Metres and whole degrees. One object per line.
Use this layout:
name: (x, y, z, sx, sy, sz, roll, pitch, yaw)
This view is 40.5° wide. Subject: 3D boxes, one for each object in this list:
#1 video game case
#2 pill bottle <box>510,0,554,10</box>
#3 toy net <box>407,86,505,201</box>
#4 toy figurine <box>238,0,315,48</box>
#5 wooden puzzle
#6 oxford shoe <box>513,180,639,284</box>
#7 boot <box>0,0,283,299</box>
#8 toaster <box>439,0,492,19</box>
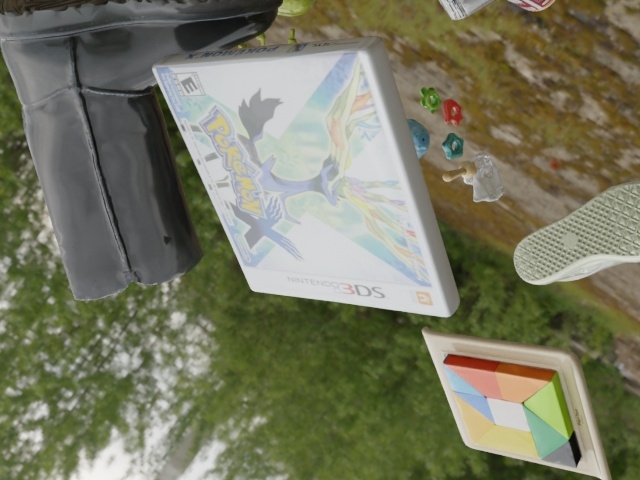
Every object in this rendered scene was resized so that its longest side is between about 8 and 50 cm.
video game case: (-0.017, -0.063, 0.975, 0.299, 0.036, 0.329, 5, 128, 37)
pill bottle: (0.340, -0.445, 1.466, 0.086, 0.086, 0.152, 35, -160, 32)
toy net: (0.214, -0.144, 1.389, 0.232, 0.122, 0.045, 31, 164, -32)
toy figurine: (-0.132, -0.417, 1.525, 0.362, 0.191, 0.217, 7, -167, -30)
wooden puzzle: (0.252, 0.220, 1.142, 0.238, 0.044, 0.221, 8, 131, 43)
oxford shoe: (0.623, -0.014, 1.857, 0.130, 0.169, 0.449, 3, 159, -41)
boot: (-0.218, -0.133, 1.193, 0.146, 0.366, 0.445, -98, 3, -56)
toaster: (0.204, -0.404, 1.186, 0.227, 0.146, 0.129, 32, -152, -61)
